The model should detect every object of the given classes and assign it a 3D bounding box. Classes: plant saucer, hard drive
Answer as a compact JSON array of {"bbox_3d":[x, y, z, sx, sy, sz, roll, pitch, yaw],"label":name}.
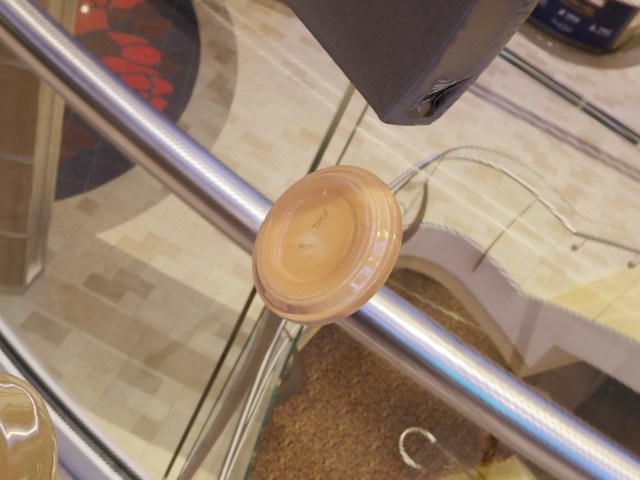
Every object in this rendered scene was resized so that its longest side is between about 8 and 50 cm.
[{"bbox_3d":[0.000,0.000,0.365,0.013,0.083,0.083,38,29,-49],"label":"plant saucer"},{"bbox_3d":[0.052,-0.186,0.414,0.054,0.254,0.172,-30,76,-29],"label":"hard drive"}]

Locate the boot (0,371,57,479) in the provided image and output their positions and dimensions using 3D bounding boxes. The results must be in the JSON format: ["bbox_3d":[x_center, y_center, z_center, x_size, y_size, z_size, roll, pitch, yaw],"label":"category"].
[{"bbox_3d":[-0.140,0.142,0.239,0.089,0.269,0.236,7,70,-9],"label":"boot"}]
